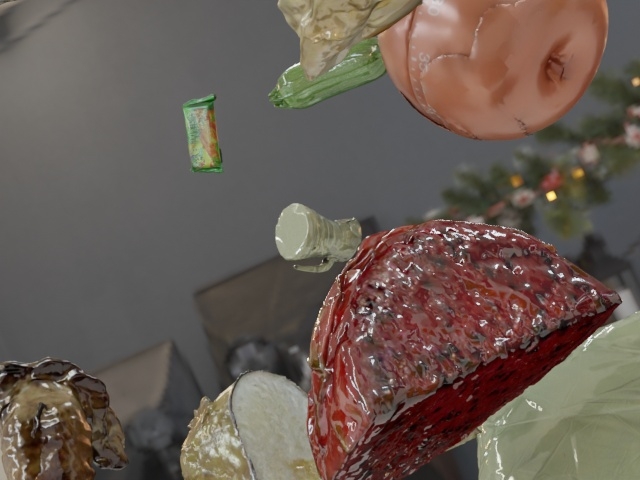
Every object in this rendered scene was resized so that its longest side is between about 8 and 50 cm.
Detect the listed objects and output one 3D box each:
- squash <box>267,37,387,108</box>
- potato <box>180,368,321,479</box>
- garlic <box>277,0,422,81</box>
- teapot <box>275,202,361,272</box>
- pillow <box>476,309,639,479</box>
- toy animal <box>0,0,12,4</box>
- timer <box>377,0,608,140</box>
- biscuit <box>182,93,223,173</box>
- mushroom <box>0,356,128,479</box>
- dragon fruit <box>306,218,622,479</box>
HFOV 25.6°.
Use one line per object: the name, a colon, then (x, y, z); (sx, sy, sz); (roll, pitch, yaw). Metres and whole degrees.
squash: (0.017, -0.254, 2.143); (0.219, 0.068, 0.077); (-20, 38, 27)
potato: (-0.078, 0.366, 2.080); (0.246, 0.300, 0.196); (4, -41, -44)
garlic: (0.029, -0.323, 1.192); (0.249, 0.313, 0.286); (-11, -23, 2)
teapot: (0.000, 0.000, 1.406); (0.083, 0.067, 0.057); (7, 15, -40)
pillow: (0.256, 0.185, 1.252); (0.274, 0.076, 0.281); (-24, 41, 25)
toy animal: (-0.461, -0.311, 1.859); (0.137, 0.098, 0.098); (9, -11, -9)
timer: (0.179, -0.219, 1.465); (0.229, 0.229, 0.215); (-23, 39, -28)
biscuit: (-0.133, -0.118, 1.592); (0.046, 0.089, 0.016); (-6, 4, 30)
mushroom: (-0.248, 0.328, 1.365); (0.356, 0.331, 0.334); (-61, 17, -5)
dragon fruit: (0.063, 0.095, 1.148); (0.317, 0.152, 0.205); (-19, -30, -43)
